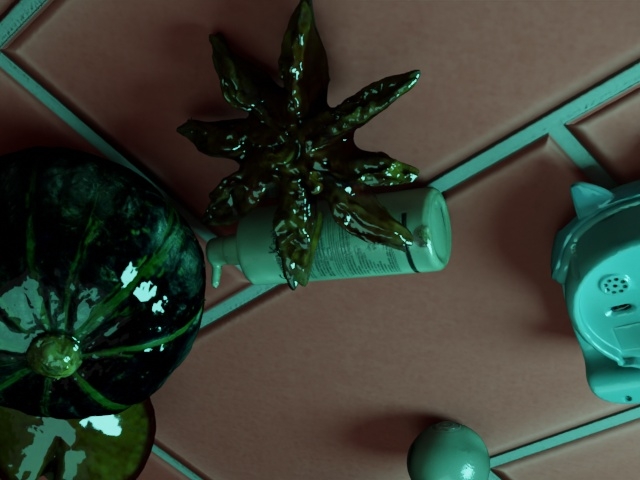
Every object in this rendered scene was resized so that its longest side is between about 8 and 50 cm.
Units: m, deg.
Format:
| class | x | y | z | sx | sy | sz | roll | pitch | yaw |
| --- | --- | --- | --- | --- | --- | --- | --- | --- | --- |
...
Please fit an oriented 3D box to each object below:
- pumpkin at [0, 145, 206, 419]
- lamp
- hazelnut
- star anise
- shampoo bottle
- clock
| class | x | y | z | sx | sy | sz | roll | pitch | yaw |
| --- | --- | --- | --- | --- | --- | --- | --- | --- | --- |
| pumpkin | -0.276 | 0.057 | 1.064 | 0.315 | 0.238 | 0.315 | -2 | 119 | -3 |
| lamp | 0.159 | 0.277 | 1.253 | 0.105 | 0.105 | 0.105 | 8 | 134 | 9 |
| hazelnut | -0.330 | 0.221 | 1.294 | 0.251 | 0.217 | 0.217 | 44 | 130 | -11 |
| star anise | -0.016 | -0.083 | 0.944 | 0.288 | 0.088 | 0.288 | 9 | 115 | 21 |
| shampoo bottle | 0.000 | 0.000 | 1.050 | 0.262 | 0.085 | 0.085 | -6 | 131 | 22 |
| clock | 0.337 | 0.042 | 0.981 | 0.223 | 0.094 | 0.274 | -15 | 128 | 27 |
